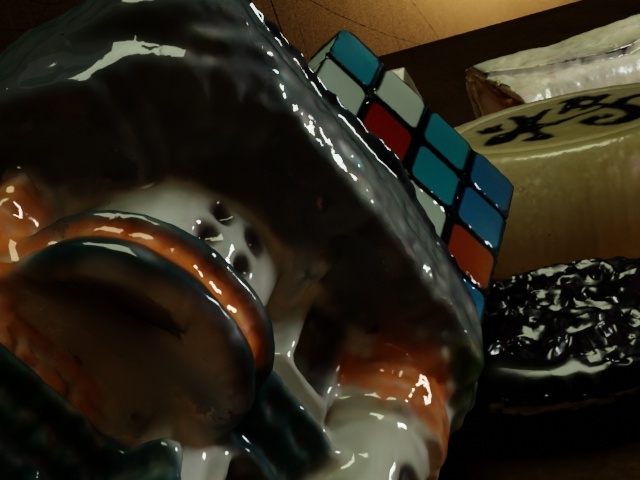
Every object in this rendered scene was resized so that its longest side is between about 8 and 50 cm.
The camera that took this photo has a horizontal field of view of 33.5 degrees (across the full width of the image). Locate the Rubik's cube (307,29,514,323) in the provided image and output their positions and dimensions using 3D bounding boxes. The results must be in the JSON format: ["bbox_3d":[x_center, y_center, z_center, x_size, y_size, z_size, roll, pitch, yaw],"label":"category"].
[{"bbox_3d":[0.000,0.000,0.623,0.155,0.151,0.154,-37,18,36],"label":"Rubik's cube"}]

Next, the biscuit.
[{"bbox_3d":[0.141,0.058,0.614,0.194,0.053,0.194,-13,14,3],"label":"biscuit"}]

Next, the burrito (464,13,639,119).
[{"bbox_3d":[0.338,-0.200,1.302,0.299,0.105,0.143,-18,24,-14],"label":"burrito"}]

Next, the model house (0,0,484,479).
[{"bbox_3d":[-0.069,0.078,0.405,0.190,0.271,0.301,-25,25,26],"label":"model house"}]

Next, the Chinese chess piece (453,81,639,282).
[{"bbox_3d":[0.208,-0.051,0.863,0.257,0.104,0.257,-14,15,4],"label":"Chinese chess piece"}]

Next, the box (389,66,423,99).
[{"bbox_3d":[0.010,-0.026,0.824,0.141,0.058,0.201,-8,59,24],"label":"box"}]
